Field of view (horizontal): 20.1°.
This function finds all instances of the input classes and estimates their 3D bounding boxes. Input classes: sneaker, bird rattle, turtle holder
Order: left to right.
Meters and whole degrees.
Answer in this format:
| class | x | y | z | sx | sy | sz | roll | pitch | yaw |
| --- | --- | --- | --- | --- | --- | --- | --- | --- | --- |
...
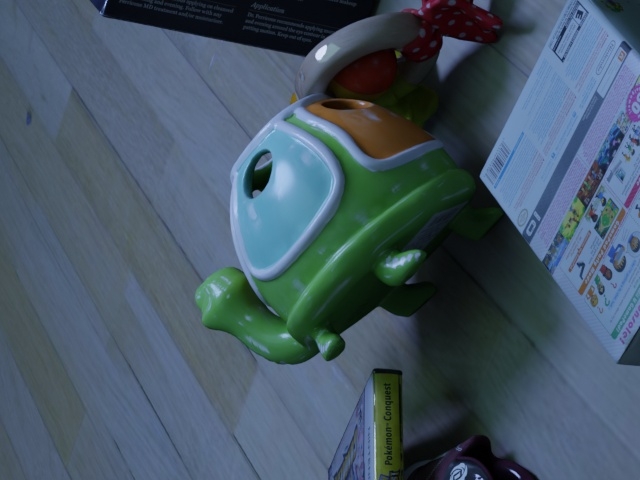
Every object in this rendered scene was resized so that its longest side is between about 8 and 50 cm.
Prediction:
| class | x | y | z | sx | sy | sz | roll | pitch | yaw |
| --- | --- | --- | --- | --- | --- | --- | --- | --- | --- |
| turtle holder | 0.015 | -0.012 | 1.929 | 0.227 | 0.243 | 0.320 | 48 | 148 | 11 |
| bird rattle | 0.076 | -0.191 | 1.960 | 0.253 | 0.207 | 0.143 | -45 | 64 | 60 |
| sneaker | 0.155 | 0.318 | 1.775 | 0.162 | 0.106 | 0.281 | -46 | 44 | 42 |

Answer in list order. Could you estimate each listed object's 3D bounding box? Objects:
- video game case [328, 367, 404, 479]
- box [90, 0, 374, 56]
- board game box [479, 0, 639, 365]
| class | x | y | z | sx | sy | sz | roll | pitch | yaw |
| --- | --- | --- | --- | --- | --- | --- | --- | --- | --- |
| video game case | 0.045 | 0.306 | 1.920 | 0.275 | 0.035 | 0.248 | 110 | 163 | -58 |
| box | -0.087 | -0.408 | 2.141 | 0.179 | 0.343 | 0.313 | 51 | 126 | 53 |
| board game box | 0.286 | -0.061 | 1.644 | 0.224 | 0.097 | 0.303 | -66 | 32 | 28 |
